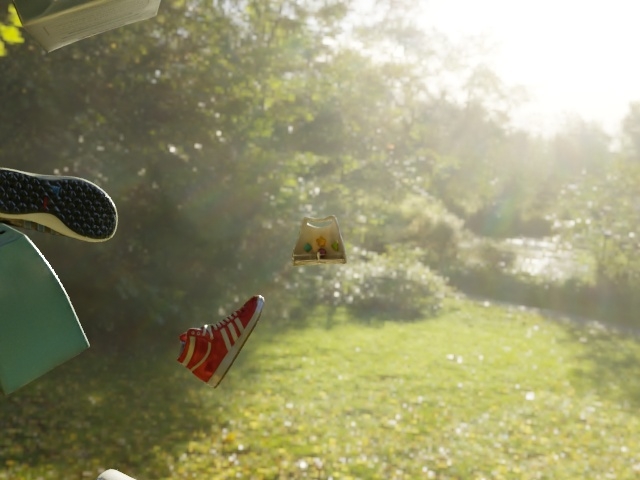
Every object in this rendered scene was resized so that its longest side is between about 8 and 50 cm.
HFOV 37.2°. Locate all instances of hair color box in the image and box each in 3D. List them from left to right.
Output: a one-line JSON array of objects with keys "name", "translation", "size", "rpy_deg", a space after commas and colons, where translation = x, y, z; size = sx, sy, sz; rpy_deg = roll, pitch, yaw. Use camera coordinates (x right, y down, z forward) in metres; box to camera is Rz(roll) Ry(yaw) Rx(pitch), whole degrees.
[{"name": "hair color box", "translation": [-0.322, -0.354, 1.306], "size": [0.186, 0.113, 0.374], "rpy_deg": [-21, 9, -9]}]

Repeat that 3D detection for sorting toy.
[{"name": "sorting toy", "translation": [0.000, 0.000, 1.455], "size": [0.083, 0.075, 0.045], "rpy_deg": [-2, 1, 9]}]

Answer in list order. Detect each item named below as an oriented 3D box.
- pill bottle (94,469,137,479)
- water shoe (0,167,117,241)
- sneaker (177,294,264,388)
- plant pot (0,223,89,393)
[{"name": "pill bottle", "translation": [-0.145, 0.441, 1.178], "size": [0.361, 0.204, 0.204], "rpy_deg": [24, 6, 8]}, {"name": "water shoe", "translation": [-0.338, -0.046, 1.143], "size": [0.080, 0.072, 0.203], "rpy_deg": [-1, -14, 40]}, {"name": "sneaker", "translation": [-0.115, 0.100, 1.070], "size": [0.067, 0.118, 0.042], "rpy_deg": [33, -23, -6]}, {"name": "plant pot", "translation": [-0.536, 0.101, 1.619], "size": [0.166, 0.234, 0.166], "rpy_deg": [-32, 34, -33]}]
